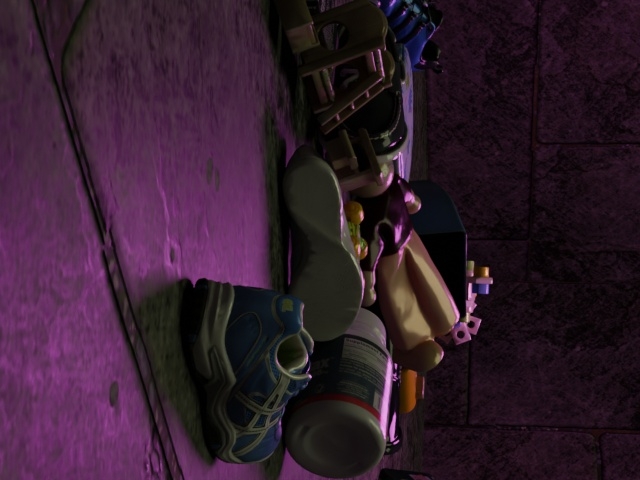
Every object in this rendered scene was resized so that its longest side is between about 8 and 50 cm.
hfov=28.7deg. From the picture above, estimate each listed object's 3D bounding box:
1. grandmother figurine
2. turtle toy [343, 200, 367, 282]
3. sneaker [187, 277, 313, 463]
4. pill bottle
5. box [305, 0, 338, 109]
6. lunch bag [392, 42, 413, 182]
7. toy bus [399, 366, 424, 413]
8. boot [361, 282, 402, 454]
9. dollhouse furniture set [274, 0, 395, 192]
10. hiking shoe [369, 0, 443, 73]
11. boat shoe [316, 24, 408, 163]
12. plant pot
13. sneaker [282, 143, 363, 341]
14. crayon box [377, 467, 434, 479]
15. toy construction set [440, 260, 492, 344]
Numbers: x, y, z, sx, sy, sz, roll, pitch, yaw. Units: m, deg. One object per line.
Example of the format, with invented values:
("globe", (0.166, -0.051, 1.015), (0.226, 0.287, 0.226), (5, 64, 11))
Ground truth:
("grandmother figurine", (0.092, -0.005, 1.630), (0.208, 0.104, 0.342), (-73, 147, -50))
("turtle toy", (0.017, 0.020, 1.444), (0.095, 0.066, 0.130), (81, 13, -52))
("sneaker", (-0.046, 0.108, 0.945), (0.211, 0.081, 0.080), (82, 10, -54))
("pill bottle", (0.024, 0.159, 1.363), (0.180, 0.107, 0.108), (-79, 167, -53))
("box", (-0.002, -0.246, 1.428), (0.162, 0.029, 0.116), (84, 9, -48))
("lunch bag", (0.093, -0.177, 1.902), (0.176, 0.090, 0.219), (-82, 169, -50))
("toy bus", (0.119, 0.238, 2.072), (0.202, 0.104, 0.191), (-25, 116, -81))
("boot", (0.071, 0.173, 1.757), (0.246, 0.094, 0.207), (-52, 142, -77))
("dollhouse furniture set", (0.037, -0.156, 1.259), (0.182, 0.101, 0.161), (64, 6, -74))
("hiking shoe", (0.128, -0.379, 1.981), (0.304, 0.132, 0.113), (77, 15, -59))
("boat shoe", (0.048, -0.191, 1.528), (0.303, 0.114, 0.091), (-99, -172, -59))
("plant pot", (0.145, 0.003, 2.066), (0.234, 0.165, 0.166), (-92, 178, -60))
("sneaker", (0.000, 0.000, 1.325), (0.094, 0.080, 0.212), (-101, -174, -66))
("crayon box", (0.110, 0.485, 1.635), (0.202, 0.081, 0.319), (30, -73, 64))
("toy construction set", (0.229, 0.107, 2.464), (0.328, 0.214, 0.151), (65, 27, -73))
